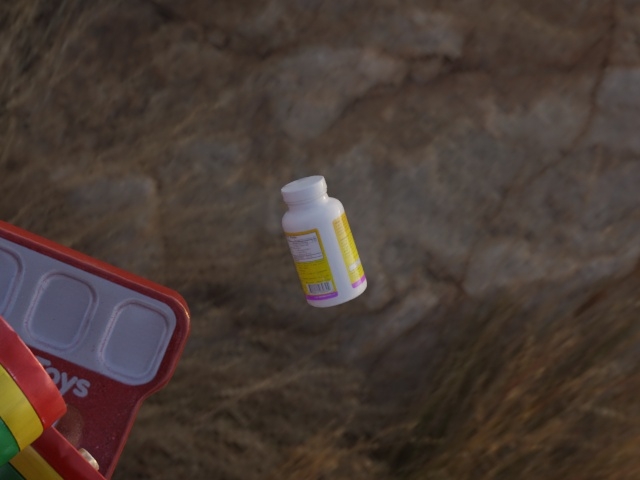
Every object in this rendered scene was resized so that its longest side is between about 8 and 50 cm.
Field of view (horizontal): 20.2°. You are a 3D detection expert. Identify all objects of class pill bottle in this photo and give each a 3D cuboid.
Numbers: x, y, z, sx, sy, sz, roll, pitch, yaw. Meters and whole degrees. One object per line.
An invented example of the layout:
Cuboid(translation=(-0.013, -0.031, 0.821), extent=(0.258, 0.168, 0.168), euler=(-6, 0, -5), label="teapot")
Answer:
Cuboid(translation=(0.000, 0.000, 1.212), extent=(0.043, 0.043, 0.083), euler=(-26, 108, -30), label="pill bottle")

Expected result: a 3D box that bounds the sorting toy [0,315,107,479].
Cuboid(translation=(-0.183, 0.110, 0.940), extent=(0.089, 0.255, 0.257), euler=(-41, 123, -18), label="sorting toy")

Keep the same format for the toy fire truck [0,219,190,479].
Cuboid(translation=(-0.268, 0.094, 1.232), extent=(0.302, 0.169, 0.254), euler=(23, 96, -4), label="toy fire truck")
